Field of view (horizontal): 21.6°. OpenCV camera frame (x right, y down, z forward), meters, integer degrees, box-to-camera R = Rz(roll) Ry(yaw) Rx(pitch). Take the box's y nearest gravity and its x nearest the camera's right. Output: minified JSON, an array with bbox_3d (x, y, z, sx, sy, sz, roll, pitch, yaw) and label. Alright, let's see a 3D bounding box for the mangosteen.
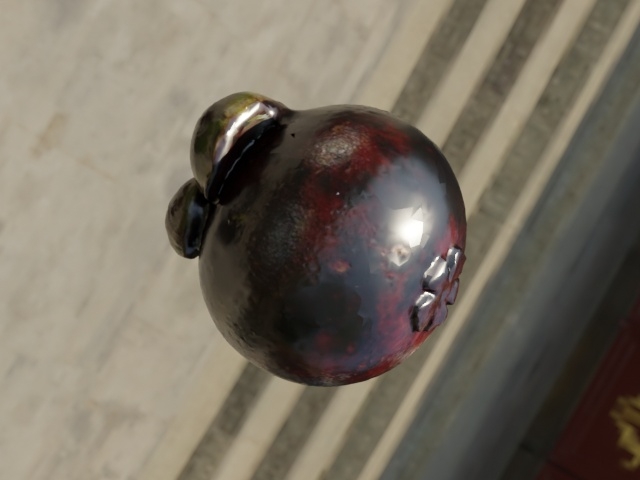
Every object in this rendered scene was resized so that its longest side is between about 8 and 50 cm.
[{"bbox_3d":[0.000,0.000,1.148,0.210,0.210,0.210,-54,164,-24],"label":"mangosteen"}]
